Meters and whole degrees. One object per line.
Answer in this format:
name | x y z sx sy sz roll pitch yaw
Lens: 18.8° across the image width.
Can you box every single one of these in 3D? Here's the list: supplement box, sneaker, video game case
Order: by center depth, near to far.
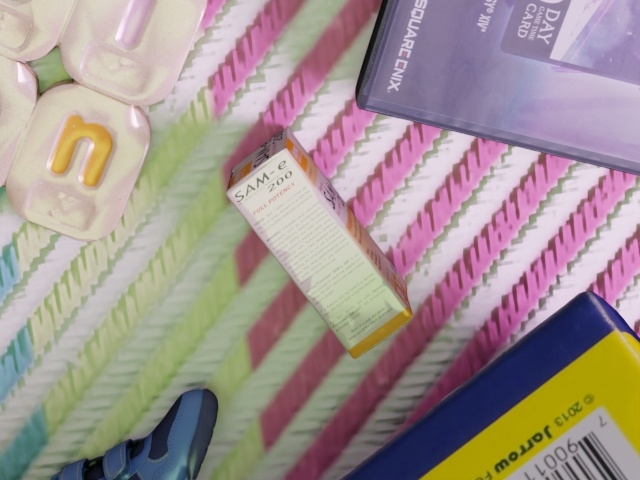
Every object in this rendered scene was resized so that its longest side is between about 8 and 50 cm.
supplement box | 0.158 0.233 0.785 0.195 0.194 0.356 -39 55 7
video game case | 0.172 -0.112 0.851 0.274 0.026 0.196 13 123 -7
supplement box | 0.000 0.000 0.896 0.036 0.062 0.098 -36 101 7
sneaker | -0.101 0.125 0.927 0.059 0.053 0.144 35 98 -6

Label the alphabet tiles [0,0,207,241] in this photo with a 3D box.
alphabet tiles | -0.204 -0.110 0.891 0.284 0.021 0.278 22 101 -5
